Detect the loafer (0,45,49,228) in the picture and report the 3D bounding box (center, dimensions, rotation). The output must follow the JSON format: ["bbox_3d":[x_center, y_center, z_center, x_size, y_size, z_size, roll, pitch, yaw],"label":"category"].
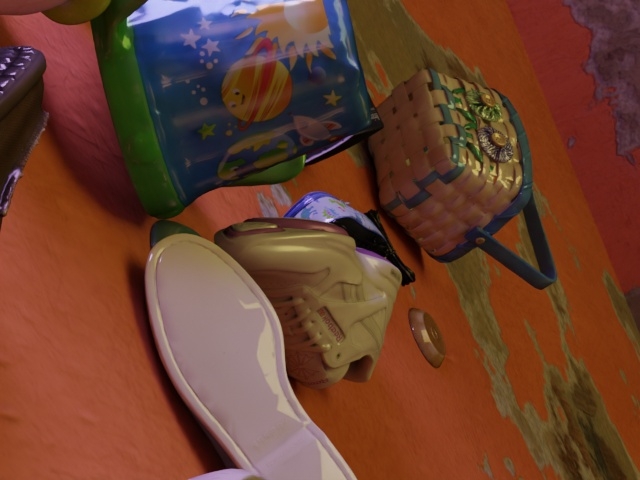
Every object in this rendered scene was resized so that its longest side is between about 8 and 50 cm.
[{"bbox_3d":[-0.278,-0.019,1.272,0.366,0.133,0.130,-66,152,-55],"label":"loafer"}]

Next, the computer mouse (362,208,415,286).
[{"bbox_3d":[0.065,0.017,2.283,0.106,0.042,0.193,65,18,1],"label":"computer mouse"}]

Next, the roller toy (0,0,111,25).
[{"bbox_3d":[-0.251,-0.299,1.569,0.146,0.191,0.209,-80,-178,-63],"label":"roller toy"}]

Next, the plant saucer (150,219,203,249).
[{"bbox_3d":[-0.119,0.031,1.779,0.119,0.021,0.119,54,20,-29],"label":"plant saucer"}]

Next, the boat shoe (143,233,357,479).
[{"bbox_3d":[-0.073,0.147,1.683,0.319,0.116,0.099,59,-26,6],"label":"boat shoe"}]

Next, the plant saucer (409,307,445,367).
[{"bbox_3d":[0.139,0.121,2.395,0.083,0.015,0.083,54,20,-30],"label":"plant saucer"}]

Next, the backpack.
[{"bbox_3d":[0.000,0.000,2.033,0.084,0.105,0.114,49,8,34],"label":"backpack"}]

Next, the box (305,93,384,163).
[{"bbox_3d":[-0.030,-0.194,2.197,0.207,0.108,0.153,63,17,-1],"label":"box"}]

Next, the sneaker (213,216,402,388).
[{"bbox_3d":[-0.007,0.065,1.870,0.305,0.114,0.152,26,70,-57],"label":"sneaker"}]

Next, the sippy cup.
[{"bbox_3d":[-0.076,-0.158,1.727,0.305,0.224,0.240,-78,154,-84],"label":"sippy cup"}]

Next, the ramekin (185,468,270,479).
[{"bbox_3d":[-0.070,0.273,1.442,0.207,0.109,0.207,54,20,-29],"label":"ramekin"}]

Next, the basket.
[{"bbox_3d":[0.206,-0.081,2.554,0.289,0.201,0.255,33,34,-42],"label":"basket"}]
